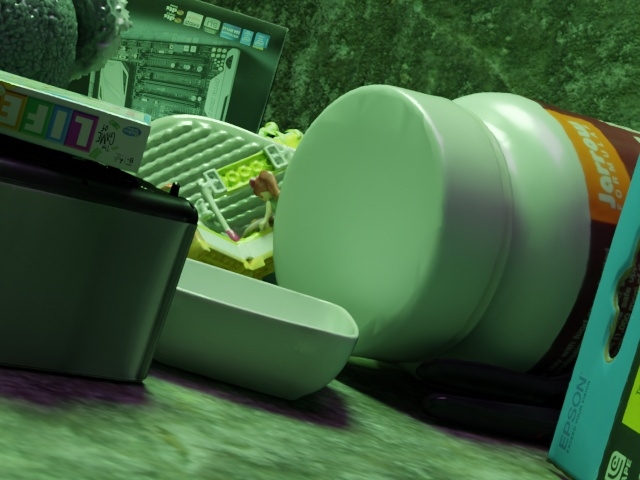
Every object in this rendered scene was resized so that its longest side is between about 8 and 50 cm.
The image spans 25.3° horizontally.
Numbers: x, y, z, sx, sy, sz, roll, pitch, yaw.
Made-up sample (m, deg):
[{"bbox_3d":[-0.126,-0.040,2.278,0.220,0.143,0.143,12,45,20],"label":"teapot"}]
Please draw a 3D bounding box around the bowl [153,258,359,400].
[{"bbox_3d":[-0.051,0.054,0.878,0.142,0.053,0.142,16,4,-5],"label":"bowl"}]

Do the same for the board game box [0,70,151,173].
[{"bbox_3d":[-0.144,-0.068,0.771,0.103,0.026,0.154,16,4,-8],"label":"board game box"}]

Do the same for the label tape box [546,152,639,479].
[{"bbox_3d":[0.249,0.060,0.720,0.105,0.241,0.333,16,5,-12],"label":"label tape box"}]

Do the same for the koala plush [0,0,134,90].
[{"bbox_3d":[-0.222,-0.092,0.952,0.196,0.221,0.203,13,6,-45],"label":"koala plush"}]

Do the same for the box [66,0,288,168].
[{"bbox_3d":[-0.213,-0.132,1.360,0.307,0.243,0.076,17,4,-14],"label":"box"}]

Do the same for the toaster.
[{"bbox_3d":[-0.172,-0.005,0.780,0.185,0.110,0.168,13,7,-40],"label":"toaster"}]

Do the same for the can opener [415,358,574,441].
[{"bbox_3d":[0.142,0.113,0.961,0.186,0.073,0.059,10,46,-35],"label":"can opener"}]

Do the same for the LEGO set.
[{"bbox_3d":[-0.071,-0.032,1.120,0.287,0.132,0.107,-13,63,-40],"label":"LEGO set"}]

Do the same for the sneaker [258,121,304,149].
[{"bbox_3d":[-0.098,-0.089,1.865,0.145,0.147,0.384,23,8,38],"label":"sneaker"}]

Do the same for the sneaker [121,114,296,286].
[{"bbox_3d":[0.000,0.000,1.278,0.365,0.135,0.150,27,-14,3],"label":"sneaker"}]

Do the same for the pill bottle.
[{"bbox_3d":[0.173,0.012,1.090,0.392,0.224,0.224,10,8,-38],"label":"pill bottle"}]
